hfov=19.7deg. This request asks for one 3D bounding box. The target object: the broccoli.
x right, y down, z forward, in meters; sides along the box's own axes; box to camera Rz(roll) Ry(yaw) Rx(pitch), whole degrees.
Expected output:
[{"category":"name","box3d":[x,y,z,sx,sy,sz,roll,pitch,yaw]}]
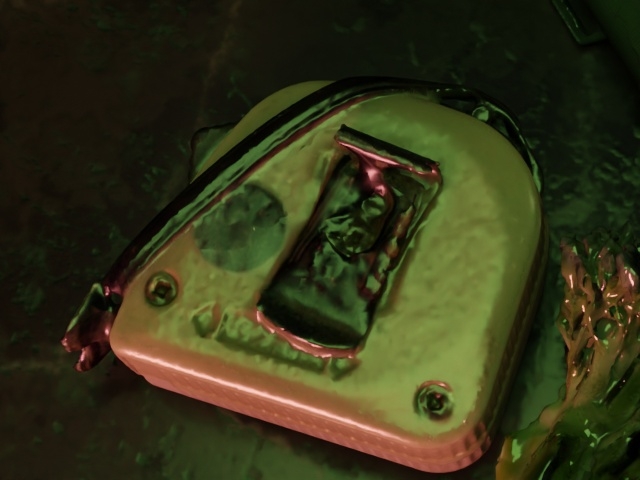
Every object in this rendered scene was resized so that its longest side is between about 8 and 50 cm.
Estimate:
[{"category":"broccoli","box3d":[0.150,0.144,1.072,0.165,0.145,0.304,32,93,21]}]

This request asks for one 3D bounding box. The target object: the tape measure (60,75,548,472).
[{"category":"tape measure","box3d":[0.000,0.000,1.133,0.271,0.133,0.231,14,76,16]}]

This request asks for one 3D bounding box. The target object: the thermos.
[{"category":"thermos","box3d":[0.203,-0.163,1.186,0.073,0.083,0.188,-19,68,-20]}]
